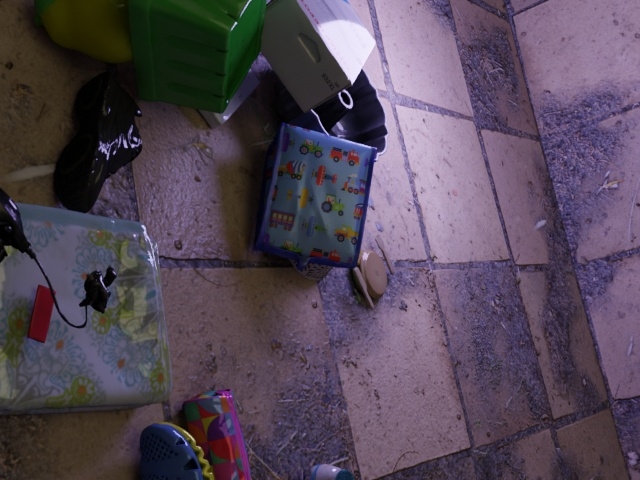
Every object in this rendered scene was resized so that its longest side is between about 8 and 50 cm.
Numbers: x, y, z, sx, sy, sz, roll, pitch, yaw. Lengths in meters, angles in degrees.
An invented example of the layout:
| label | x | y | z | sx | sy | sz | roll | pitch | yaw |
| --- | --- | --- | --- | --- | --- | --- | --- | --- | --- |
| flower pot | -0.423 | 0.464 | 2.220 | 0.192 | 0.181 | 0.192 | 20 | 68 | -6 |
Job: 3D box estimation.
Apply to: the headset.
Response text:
| label | x | y | z | sx | sy | sz | roll | pitch | yaw |
| --- | --- | --- | --- | --- | --- | --- | --- | --- | --- |
| headset | -0.474 | 0.022 | 1.147 | 0.394 | 0.185 | 0.243 | 20 | 72 | -12 |

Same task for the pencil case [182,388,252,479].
| label | x | y | z | sx | sy | sz | roll | pitch | yaw |
| --- | --- | --- | --- | --- | --- | --- | --- | --- | --- |
| pencil case | -0.171 | 0.383 | 1.531 | 0.104 | 0.104 | 0.236 | -10 | 82 | -53 |

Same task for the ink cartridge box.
| label | x | y | z | sx | sy | sz | roll | pitch | yaw |
| --- | --- | --- | --- | --- | --- | --- | --- | --- | --- |
| ink cartridge box | -0.015 | -0.437 | 1.837 | 0.223 | 0.129 | 0.307 | 54 | 26 | -16 |

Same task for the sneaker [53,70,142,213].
| label | x | y | z | sx | sy | sz | roll | pitch | yaw |
| --- | --- | --- | --- | --- | --- | --- | --- | --- | --- |
| sneaker | -0.375 | -0.162 | 1.523 | 0.130 | 0.109 | 0.286 | 40 | 47 | -43 |

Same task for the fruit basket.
| label | x | y | z | sx | sy | sz | roll | pitch | yaw |
| --- | --- | --- | --- | --- | --- | --- | --- | --- | --- |
| fruit basket | -0.303 | -0.419 | 1.560 | 0.392 | 0.392 | 0.282 | 42 | 65 | -33 |

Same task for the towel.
| label | x | y | z | sx | sy | sz | roll | pitch | yaw |
| --- | --- | --- | --- | --- | --- | --- | --- | --- | --- |
| towel | -0.402 | 0.111 | 1.371 | 0.375 | 0.090 | 0.320 | 9 | 66 | -50 |

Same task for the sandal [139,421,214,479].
| label | x | y | z | sx | sy | sz | roll | pitch | yaw |
| --- | --- | --- | --- | --- | --- | --- | --- | --- | --- |
| sandal | -0.245 | 0.453 | 1.390 | 0.138 | 0.126 | 0.317 | -1 | 73 | -48 |

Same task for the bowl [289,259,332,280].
| label | x | y | z | sx | sy | sz | roll | pitch | yaw |
| --- | --- | --- | --- | --- | --- | --- | --- | --- | --- |
| bowl | 0.000 | 0.000 | 1.941 | 0.170 | 0.080 | 0.170 | 26 | 55 | -44 |

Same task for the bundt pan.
| label | x | y | z | sx | sy | sz | roll | pitch | yaw |
| --- | --- | --- | --- | --- | --- | --- | --- | --- | --- |
| bundt pan | 0.014 | -0.312 | 2.053 | 0.331 | 0.124 | 0.330 | 30 | 48 | -39 |

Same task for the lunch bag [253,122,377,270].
| label | x | y | z | sx | sy | sz | roll | pitch | yaw |
| --- | --- | --- | --- | --- | --- | --- | --- | --- | --- |
| lunch bag | -0.015 | -0.075 | 1.852 | 0.221 | 0.138 | 0.293 | 14 | 65 | -13 |

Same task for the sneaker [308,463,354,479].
| label | x | y | z | sx | sy | sz | roll | pitch | yaw |
| --- | --- | --- | --- | --- | --- | --- | --- | --- | --- |
| sneaker | -0.010 | 0.550 | 1.676 | 0.087 | 0.092 | 0.228 | 36 | 67 | -40 |

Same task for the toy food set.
| label | x | y | z | sx | sy | sz | roll | pitch | yaw |
| --- | --- | --- | --- | --- | --- | --- | --- | --- | --- |
| toy food set | 0.119 | 0.079 | 2.101 | 0.132 | 0.039 | 0.192 | 66 | 31 | -17 |

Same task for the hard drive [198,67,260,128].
| label | x | y | z | sx | sy | sz | roll | pitch | yaw |
| --- | --- | --- | --- | --- | --- | --- | --- | --- | --- |
| hard drive | -0.264 | -0.413 | 1.829 | 0.307 | 0.040 | 0.203 | 55 | 39 | -21 |

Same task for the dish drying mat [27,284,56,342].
| label | x | y | z | sx | sy | sz | roll | pitch | yaw |
| --- | --- | --- | --- | --- | --- | --- | --- | --- | --- |
| dish drying mat | -0.414 | 0.109 | 1.282 | 0.032 | 0.008 | 0.083 | 30 | 54 | -43 |
